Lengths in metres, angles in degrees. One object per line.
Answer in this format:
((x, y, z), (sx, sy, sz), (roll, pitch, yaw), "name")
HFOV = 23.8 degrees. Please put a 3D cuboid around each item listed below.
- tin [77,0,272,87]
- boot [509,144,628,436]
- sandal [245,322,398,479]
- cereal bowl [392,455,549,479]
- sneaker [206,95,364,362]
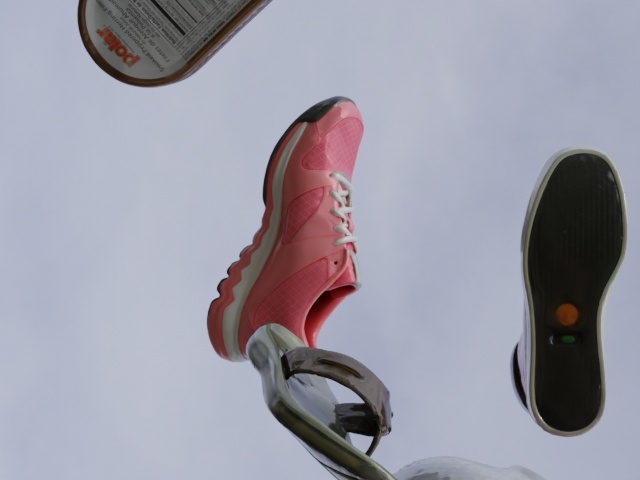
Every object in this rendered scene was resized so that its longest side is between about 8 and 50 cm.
((-0.096, -0.192, 1.112), (0.189, 0.040, 0.106), (-42, -89, 13), "tin")
((0.207, 0.040, 1.332), (0.088, 0.176, 0.244), (5, -89, 0), "boot")
((0.009, 0.135, 1.340), (0.086, 0.120, 0.303), (-41, -151, 3), "sandal")
((0.205, 0.321, 1.462), (0.141, 0.339, 0.339), (-47, -128, -11), "cereal bowl")
((0.000, 0.001, 1.643), (0.136, 0.116, 0.314), (19, -96, 28), "sneaker")
